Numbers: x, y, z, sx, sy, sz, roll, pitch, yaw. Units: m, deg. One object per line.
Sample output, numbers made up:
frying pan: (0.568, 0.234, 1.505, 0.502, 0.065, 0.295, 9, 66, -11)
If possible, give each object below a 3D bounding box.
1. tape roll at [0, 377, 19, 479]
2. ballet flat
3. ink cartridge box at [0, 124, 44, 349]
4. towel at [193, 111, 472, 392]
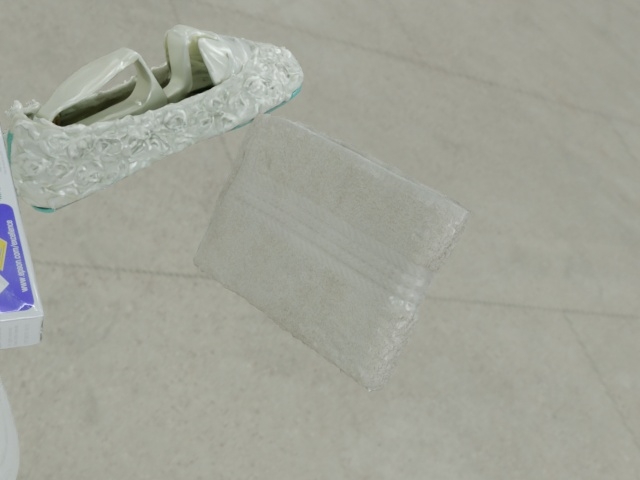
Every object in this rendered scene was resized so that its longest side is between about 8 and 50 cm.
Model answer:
tape roll: (-0.383, 0.141, 0.819, 0.246, 0.169, 0.246, 61, 2, -3)
ballet flat: (-0.179, -0.168, 1.162, 0.409, 0.147, 0.147, -33, 74, -32)
ink cartridge box: (-0.310, -0.005, 0.687, 0.208, 0.045, 0.206, -5, 49, -25)
towel: (0.000, 0.000, 0.962, 0.049, 0.187, 0.282, 14, 14, -48)
